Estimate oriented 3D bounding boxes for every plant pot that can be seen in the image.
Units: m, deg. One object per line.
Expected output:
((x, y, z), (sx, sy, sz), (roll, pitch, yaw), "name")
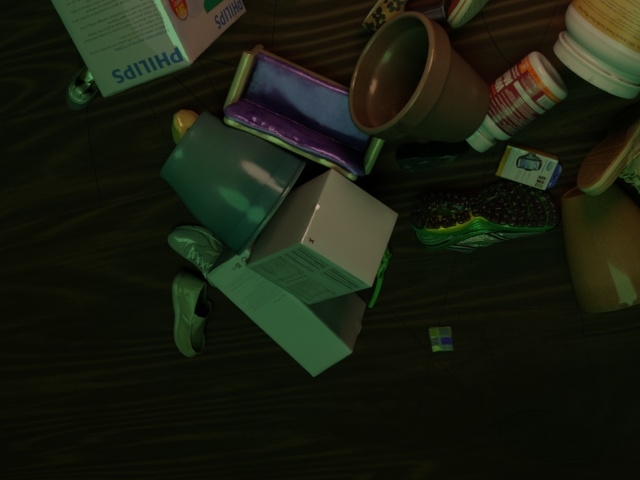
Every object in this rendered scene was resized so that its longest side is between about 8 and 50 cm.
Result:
((-0.210, -0.148, 1.862), (0.255, 0.271, 0.271), (36, 122, -9), "plant pot")
((0.643, -0.005, 1.851), (0.237, 0.237, 0.254), (-22, 97, 24), "plant pot")
((0.224, -0.307, 1.713), (0.229, 0.263, 0.263), (20, 128, -32), "plant pot")

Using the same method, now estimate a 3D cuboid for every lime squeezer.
((0.128, 0.048, 2.086), (0.110, 0.059, 0.310), (-10, 119, 19), "lime squeezer")

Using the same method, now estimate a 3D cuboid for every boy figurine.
((-0.287, -0.188, 2.021), (0.177, 0.092, 0.285), (-23, 112, 21), "boy figurine")

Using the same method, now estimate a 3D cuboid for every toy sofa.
((-0.025, -0.288, 1.841), (0.363, 0.177, 0.150), (24, 117, -1), "toy sofa")

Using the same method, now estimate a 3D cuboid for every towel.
((0.321, 0.262, 2.197), (0.060, 0.009, 0.083), (-3, 120, 15), "towel")

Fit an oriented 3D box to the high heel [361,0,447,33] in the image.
((0.143, -0.554, 1.698), (0.186, 0.093, 0.261), (-8, 119, 22), "high heel")

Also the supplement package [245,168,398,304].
((0.000, 0.000, 1.882), (0.198, 0.199, 0.263), (33, 153, -21), "supplement package")

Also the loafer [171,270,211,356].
((-0.349, 0.211, 2.273), (0.092, 0.102, 0.268), (6, 122, 17), "loafer")

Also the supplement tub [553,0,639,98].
((0.610, -0.452, 1.561), (0.228, 0.228, 0.316), (27, 123, -4), "supplement tub")

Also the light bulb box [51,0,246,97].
((-0.365, -0.542, 1.666), (0.225, 0.358, 0.361), (-13, 118, 23), "light bulb box")

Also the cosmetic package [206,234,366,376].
((-0.074, 0.131, 2.094), (0.156, 0.217, 0.385), (-35, 106, 30), "cosmetic package")

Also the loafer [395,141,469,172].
((0.262, -0.194, 1.912), (0.170, 0.062, 0.061), (-3, 142, 19), "loafer")

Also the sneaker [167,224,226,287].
((-0.285, 0.055, 2.151), (0.263, 0.121, 0.099), (27, 122, -4), "sneaker")

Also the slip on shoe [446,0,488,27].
((0.325, -0.580, 1.633), (0.101, 0.123, 0.331), (34, 126, 19), "slip on shoe")

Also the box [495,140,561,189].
((0.479, -0.169, 1.887), (0.136, 0.028, 0.081), (17, 123, 0), "box")

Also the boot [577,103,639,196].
((0.662, -0.137, 1.745), (0.203, 0.262, 0.095), (51, 151, -21), "boot")

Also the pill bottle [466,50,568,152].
((0.407, -0.293, 1.771), (0.221, 0.121, 0.121), (-37, 107, 29), "pill bottle")

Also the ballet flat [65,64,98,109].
((-0.561, -0.383, 1.983), (0.072, 0.068, 0.213), (43, 121, -13), "ballet flat")

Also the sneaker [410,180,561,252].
((0.389, -0.047, 1.943), (0.344, 0.134, 0.146), (-3, 145, 11), "sneaker")
